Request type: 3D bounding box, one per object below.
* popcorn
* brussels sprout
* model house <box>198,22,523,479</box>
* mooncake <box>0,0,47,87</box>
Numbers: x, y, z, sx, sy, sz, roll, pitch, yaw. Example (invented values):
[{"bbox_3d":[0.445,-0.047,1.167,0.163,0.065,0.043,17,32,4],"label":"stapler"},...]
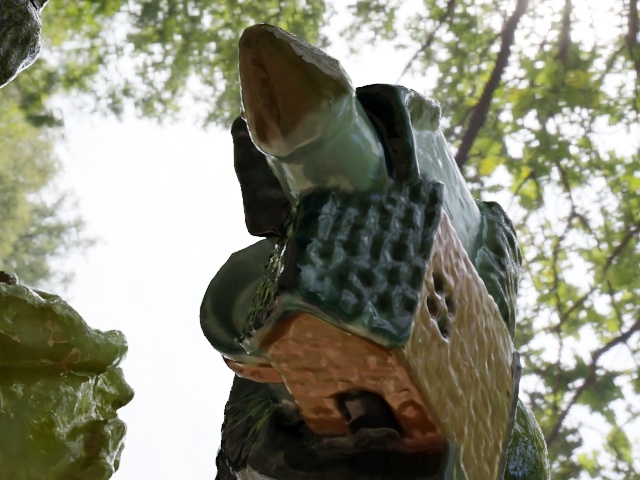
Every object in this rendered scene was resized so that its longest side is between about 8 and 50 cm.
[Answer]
[{"bbox_3d":[-0.291,0.151,0.832,0.293,0.293,0.237,-37,-107,59],"label":"popcorn"},{"bbox_3d":[0.139,0.210,0.934,0.181,0.161,0.144,42,-10,21],"label":"brussels sprout"},{"bbox_3d":[0.000,0.000,0.538,0.184,0.253,0.291,-3,-48,25],"label":"model house"},{"bbox_3d":[-0.428,-0.259,1.033,0.283,0.283,0.141,61,4,25],"label":"mooncake"}]
